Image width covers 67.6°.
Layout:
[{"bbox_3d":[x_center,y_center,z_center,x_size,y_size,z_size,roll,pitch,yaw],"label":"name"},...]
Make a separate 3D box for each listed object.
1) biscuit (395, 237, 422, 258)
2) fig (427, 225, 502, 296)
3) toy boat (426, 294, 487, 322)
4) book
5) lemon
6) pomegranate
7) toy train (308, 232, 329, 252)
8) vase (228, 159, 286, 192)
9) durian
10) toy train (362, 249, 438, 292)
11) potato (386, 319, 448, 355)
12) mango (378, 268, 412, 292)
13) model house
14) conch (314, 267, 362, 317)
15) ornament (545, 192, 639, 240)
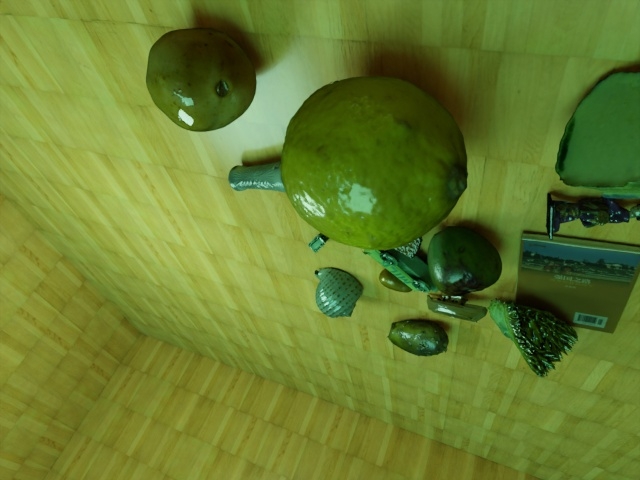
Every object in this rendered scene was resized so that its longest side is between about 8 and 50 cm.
[{"bbox_3d":[0.189,-0.045,1.275,0.206,0.025,0.126,31,112,-1],"label":"biscuit"},{"bbox_3d":[0.358,0.053,1.223,0.181,0.181,0.191,-22,99,51],"label":"fig"},{"bbox_3d":[0.417,0.200,1.480,0.064,0.072,0.206,33,164,-39],"label":"toy boat"},{"bbox_3d":[0.646,0.119,1.232,0.262,0.028,0.374,10,146,25],"label":"book"},{"bbox_3d":[0.108,-0.144,0.930,0.387,0.350,0.350,17,149,37],"label":"lemon"},{"bbox_3d":[-0.260,-0.347,1.032,0.233,0.233,0.233,19,148,12],"label":"pomegranate"},{"bbox_3d":[0.000,0.000,1.502,0.038,0.056,0.093,46,147,0],"label":"toy train"},{"bbox_3d":[-0.158,-0.176,1.328,0.219,0.096,0.096,3,142,37],"label":"vase"},{"bbox_3d":[0.614,0.259,1.386,0.394,0.163,0.198,39,-168,-38],"label":"durian"},{"bbox_3d":[0.237,0.065,1.400,0.253,0.105,0.157,37,161,-18],"label":"toy train"},{"bbox_3d":[0.343,0.352,1.718,0.251,0.113,0.149,-7,134,42],"label":"potato"},{"bbox_3d":[0.241,0.128,1.512,0.114,0.060,0.080,17,151,7],"label":"mango"},{"bbox_3d":[0.547,-0.159,0.796,0.189,0.195,0.214,15,172,-29],"label":"model house"},{"bbox_3d":[0.048,0.198,1.690,0.200,0.131,0.172,36,148,-18],"label":"conch"},{"bbox_3d":[0.573,-0.064,0.985,0.203,0.088,0.081,-7,113,25],"label":"ornament"}]
